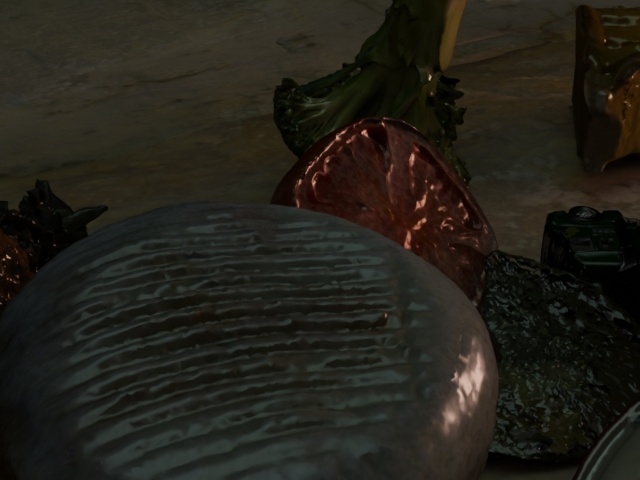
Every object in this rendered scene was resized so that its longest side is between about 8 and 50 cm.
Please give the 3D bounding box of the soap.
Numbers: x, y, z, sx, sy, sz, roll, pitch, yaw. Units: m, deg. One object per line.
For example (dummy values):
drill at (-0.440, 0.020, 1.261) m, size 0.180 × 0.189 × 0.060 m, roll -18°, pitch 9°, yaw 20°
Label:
soap at (0.460, -0.171, 1.371) m, size 0.338 × 0.169 × 0.304 m, roll 1°, pitch 29°, yaw 8°

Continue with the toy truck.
toy truck at (0.336, 0.026, 1.103) m, size 0.259 × 0.088 × 0.121 m, roll 0°, pitch 29°, yaw 0°

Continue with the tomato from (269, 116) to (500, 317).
tomato at (0.045, 0.010, 1.057) m, size 0.095 × 0.237 × 0.236 m, roll -32°, pitch 1°, yaw 45°

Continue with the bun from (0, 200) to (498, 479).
bun at (-0.057, 0.125, 0.808) m, size 0.361 × 0.211 × 0.362 m, roll 3°, pitch 30°, yaw -1°

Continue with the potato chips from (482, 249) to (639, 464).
potato chips at (0.170, 0.099, 0.986) m, size 0.220 × 0.029 × 0.202 m, roll -33°, pitch 63°, yaw -32°

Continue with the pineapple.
pineapple at (-0.298, 0.016, 1.125) m, size 0.128 × 0.128 × 0.248 m, roll 9°, pitch 26°, yaw 18°

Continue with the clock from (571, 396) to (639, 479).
clock at (0.290, 0.182, 0.710) m, size 0.318 × 0.080 × 0.319 m, roll -16°, pitch 43°, yaw 15°

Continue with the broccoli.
broccoli at (0.090, -0.191, 1.246) m, size 0.221 × 0.361 × 0.252 m, roll 32°, pitch 58°, yaw 18°
